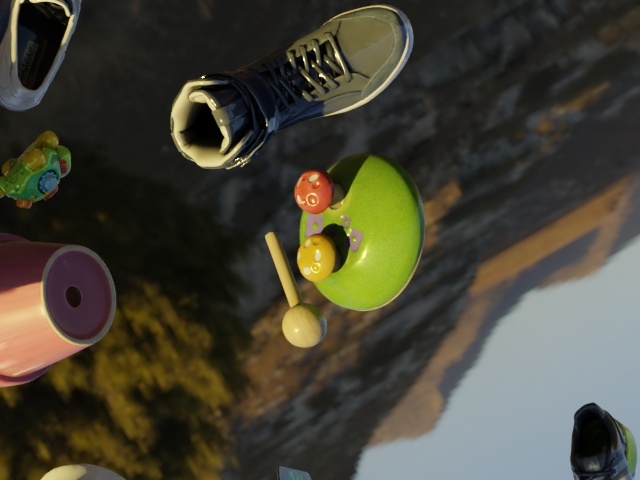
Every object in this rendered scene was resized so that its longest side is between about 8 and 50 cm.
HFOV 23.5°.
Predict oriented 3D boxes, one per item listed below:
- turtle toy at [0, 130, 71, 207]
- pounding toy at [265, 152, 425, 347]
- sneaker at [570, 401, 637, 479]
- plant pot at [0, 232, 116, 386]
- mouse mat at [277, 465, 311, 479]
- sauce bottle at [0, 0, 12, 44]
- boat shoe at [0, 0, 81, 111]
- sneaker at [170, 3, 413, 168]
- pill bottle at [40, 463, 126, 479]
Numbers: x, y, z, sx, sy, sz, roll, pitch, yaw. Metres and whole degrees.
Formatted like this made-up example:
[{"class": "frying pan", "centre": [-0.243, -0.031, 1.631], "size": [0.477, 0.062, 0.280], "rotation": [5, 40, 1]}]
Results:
[{"class": "turtle toy", "centre": [-0.360, -0.089, 1.966], "size": [0.095, 0.066, 0.130], "rotation": [-33, -162, 28]}, {"class": "pounding toy", "centre": [0.000, 0.000, 1.762], "size": [0.110, 0.183, 0.237], "rotation": [8, 142, -44]}, {"class": "sneaker", "centre": [0.421, 0.377, 2.300], "size": [0.111, 0.300, 0.121], "rotation": [-23, 136, 19]}, {"class": "plant pot", "centre": [-0.368, 0.082, 1.961], "size": [0.180, 0.201, 0.201], "rotation": [-11, -171, 36]}, {"class": "mouse mat", "centre": [-0.016, 0.342, 1.674], "size": [0.007, 0.189, 0.152], "rotation": [-12, 166, 11]}, {"class": "sauce bottle", "centre": [-0.486, -0.453, 2.411], "size": [0.111, 0.111, 0.344], "rotation": [-23, 134, -68]}, {"class": "boat shoe", "centre": [-0.339, -0.290, 1.888], "size": [0.088, 0.096, 0.267], "rotation": [-14, -125, 59]}, {"class": "sneaker", "centre": [-0.030, -0.136, 1.370], "size": [0.226, 0.086, 0.163], "rotation": [-27, -178, 20]}, {"class": "pill bottle", "centre": [-0.257, 0.361, 1.549], "size": [0.152, 0.152, 0.272], "rotation": [-31, -151, 24]}]
